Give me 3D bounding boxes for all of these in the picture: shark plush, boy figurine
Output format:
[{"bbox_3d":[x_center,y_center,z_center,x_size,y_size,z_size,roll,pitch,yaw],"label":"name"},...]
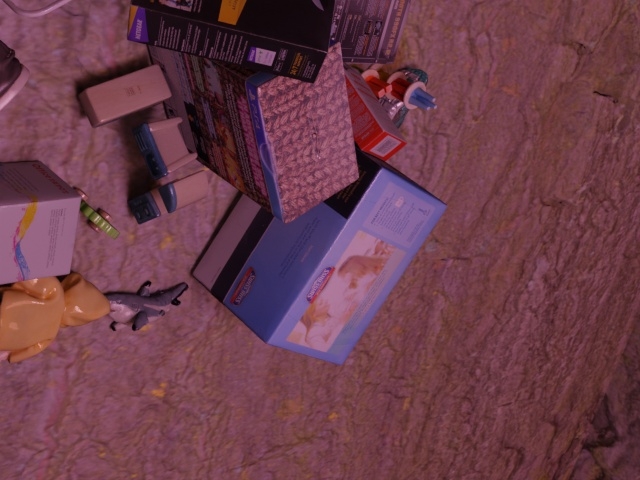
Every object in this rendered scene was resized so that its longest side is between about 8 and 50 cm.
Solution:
[{"bbox_3d":[-0.281,0.100,1.691,0.161,0.073,0.067,-18,99,-30],"label":"shark plush"},{"bbox_3d":[-0.443,0.099,1.496,0.285,0.092,0.177,-14,126,-40],"label":"boy figurine"}]

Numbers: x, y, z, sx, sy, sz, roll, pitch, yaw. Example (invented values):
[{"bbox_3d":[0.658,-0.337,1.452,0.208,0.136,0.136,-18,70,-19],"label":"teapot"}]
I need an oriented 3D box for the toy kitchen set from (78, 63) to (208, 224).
[{"bbox_3d":[-0.282,-0.129,1.520,0.122,0.166,0.207,-26,96,-31],"label":"toy kitchen set"}]

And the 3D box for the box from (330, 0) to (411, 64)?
[{"bbox_3d":[0.072,-0.408,1.677,0.183,0.056,0.231,-8,123,-42],"label":"box"}]

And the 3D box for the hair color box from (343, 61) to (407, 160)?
[{"bbox_3d":[0.063,-0.215,1.658,0.053,0.167,0.093,-38,156,19],"label":"hair color box"}]

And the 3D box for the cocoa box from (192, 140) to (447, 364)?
[{"bbox_3d":[0.000,0.000,1.743,0.231,0.228,0.347,24,102,-52],"label":"cocoa box"}]

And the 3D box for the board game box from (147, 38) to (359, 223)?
[{"bbox_3d":[-0.102,-0.204,1.464,0.141,0.291,0.232,-33,137,-24],"label":"board game box"}]

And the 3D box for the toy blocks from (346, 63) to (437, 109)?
[{"bbox_3d":[0.119,-0.262,1.756,0.123,0.148,0.054,-3,118,-44],"label":"toy blocks"}]

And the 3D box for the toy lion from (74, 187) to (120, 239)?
[{"bbox_3d":[-0.330,-0.031,1.511,0.034,0.096,0.100,-49,141,-7],"label":"toy lion"}]

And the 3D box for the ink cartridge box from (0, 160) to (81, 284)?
[{"bbox_3d":[-0.436,-0.024,1.384,0.176,0.128,0.127,-9,123,-41],"label":"ink cartridge box"}]

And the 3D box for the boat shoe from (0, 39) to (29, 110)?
[{"bbox_3d":[-0.509,-0.127,1.269,0.335,0.112,0.095,-51,123,-13],"label":"boat shoe"}]

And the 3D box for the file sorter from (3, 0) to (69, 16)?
[{"bbox_3d":[-0.323,-0.416,1.126,0.193,0.173,0.277,-36,156,-21],"label":"file sorter"}]

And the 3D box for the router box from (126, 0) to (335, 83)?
[{"bbox_3d":[-0.096,-0.372,1.296,0.081,0.243,0.308,122,-22,-65],"label":"router box"}]

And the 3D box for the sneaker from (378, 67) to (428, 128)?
[{"bbox_3d":[0.136,-0.244,1.868,0.166,0.065,0.076,-47,157,-5],"label":"sneaker"}]
